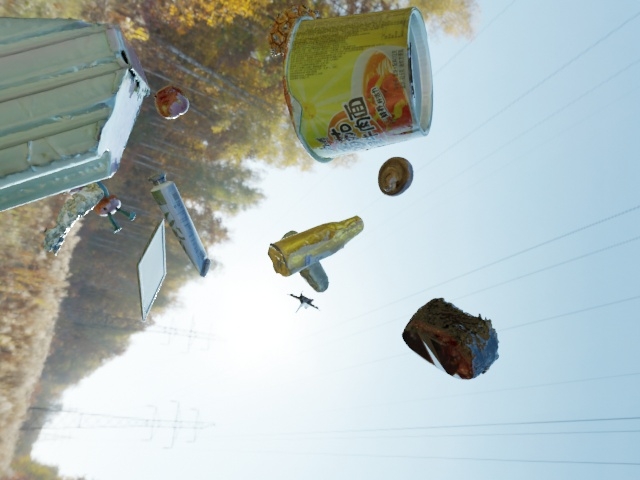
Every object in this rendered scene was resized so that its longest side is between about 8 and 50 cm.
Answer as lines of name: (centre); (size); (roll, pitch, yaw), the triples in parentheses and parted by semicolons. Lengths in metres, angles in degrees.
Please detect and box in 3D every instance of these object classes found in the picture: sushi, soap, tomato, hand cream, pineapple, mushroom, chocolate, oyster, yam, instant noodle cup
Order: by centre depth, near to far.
soap: (-0.508, -0.199, 0.677); (0.156, 0.446, 0.261); (122, -54, -80)
instant noodle cup: (0.083, -0.275, 0.735); (0.200, 0.264, 0.265); (-1, -109, 24)
hand cream: (-0.318, -0.036, 0.966); (0.055, 0.256, 0.088); (-22, -156, 3)
sushi: (0.312, 0.233, 1.009); (0.225, 0.126, 0.136); (17, -47, 51)
oyster: (-0.609, -0.051, 1.022); (0.200, 0.061, 0.106); (-62, -167, 3)
tomato: (-0.382, -0.356, 1.062); (0.087, 0.075, 0.087); (-15, -137, 14)
mushroom: (0.227, -0.191, 1.261); (0.126, 0.085, 0.109); (-29, -131, 43)
pineapple: (-0.070, -0.751, 1.477); (0.249, 0.140, 0.164); (-26, -135, -4)
chocolate: (0.000, 0.000, 1.757); (0.162, 0.445, 0.162); (43, -33, 38)
yam: (-0.069, 0.113, 1.945); (0.133, 0.330, 0.133); (-30, -158, 13)

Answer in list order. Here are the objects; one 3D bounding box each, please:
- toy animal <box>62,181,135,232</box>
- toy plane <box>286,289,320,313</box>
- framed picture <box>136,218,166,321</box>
toy animal: (-0.597, -0.114, 1.110); (0.103, 0.208, 0.100); (-33, -160, 33)
toy plane: (-0.062, 0.258, 1.757); (0.082, 0.160, 0.234); (-66, 169, 2)
framed picture: (-0.495, 0.086, 1.224); (0.197, 0.014, 0.252); (-86, -170, -48)
